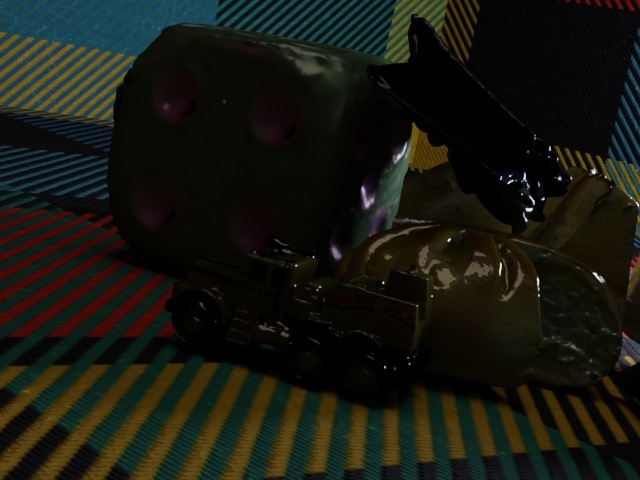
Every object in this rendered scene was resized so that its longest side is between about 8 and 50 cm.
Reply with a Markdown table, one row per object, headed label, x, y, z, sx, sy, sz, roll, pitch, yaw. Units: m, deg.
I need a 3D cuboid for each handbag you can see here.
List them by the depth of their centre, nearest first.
| label | x | y | z | sx | sy | sz | roll | pitch | yaw |
| --- | --- | --- | --- | --- | --- | --- | --- | --- | --- |
| handbag | 0.200 | -0.122 | 1.576 | 0.269 | 0.118 | 0.325 | 46 | 8 | 20 |

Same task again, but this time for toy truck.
| label | x | y | z | sx | sy | sz | roll | pitch | yaw |
| --- | --- | --- | --- | --- | --- | --- | --- | --- | --- |
| toy truck | -0.018 | 0.069 | 1.252 | 0.257 | 0.127 | 0.127 | 11 | 9 | 19 |

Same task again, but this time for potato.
| label | x | y | z | sx | sy | sz | roll | pitch | yaw |
| --- | --- | --- | --- | --- | --- | --- | --- | --- | --- |
| potato | 0.231 | -0.032 | 2.075 | 0.351 | 0.202 | 0.218 | 1 | 15 | 22 |

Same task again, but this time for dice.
| label | x | y | z | sx | sy | sz | roll | pitch | yaw |
| --- | --- | --- | --- | --- | --- | --- | --- | --- | --- |
| dice | -0.073 | -0.114 | 1.693 | 0.322 | 0.330 | 0.318 | 13 | 7 | 21 |

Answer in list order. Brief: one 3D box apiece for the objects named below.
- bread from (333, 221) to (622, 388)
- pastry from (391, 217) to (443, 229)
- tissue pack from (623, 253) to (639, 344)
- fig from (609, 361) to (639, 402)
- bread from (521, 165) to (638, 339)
| label | x | y | z | sx | sy | sz | roll | pitch | yaw |
| --- | --- | --- | --- | --- | --- | --- | --- | --- | --- |
| bread | 0.172 | 0.063 | 1.427 | 0.333 | 0.160 | 0.333 | 12 | 5 | -1 |
| pastry | 0.170 | 0.020 | 1.907 | 0.265 | 0.103 | 0.112 | 9 | 3 | -3 |
| tissue pack | 0.620 | 0.097 | 1.577 | 0.382 | 0.228 | 0.293 | 10 | 13 | -17 |
| fig | 0.389 | 0.156 | 1.371 | 0.117 | 0.117 | 0.177 | 8 | -13 | -26 |
| bread | 0.308 | 0.008 | 1.720 | 0.198 | 0.236 | 0.263 | 11 | 8 | -5 |
